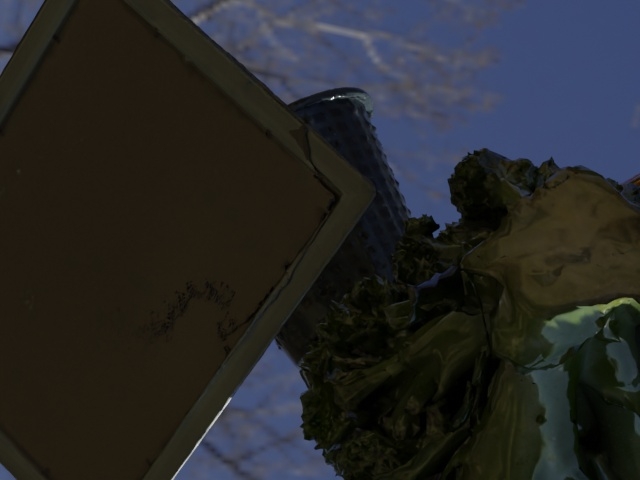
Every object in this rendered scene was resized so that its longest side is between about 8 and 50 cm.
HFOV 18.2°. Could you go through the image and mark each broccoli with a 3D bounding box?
[{"bbox_3d":[0.125,0.085,1.030,0.321,0.303,0.283,46,-18,33],"label":"broccoli"}]

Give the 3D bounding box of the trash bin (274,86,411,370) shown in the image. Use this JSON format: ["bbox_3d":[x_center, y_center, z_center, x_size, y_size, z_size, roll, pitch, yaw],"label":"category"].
[{"bbox_3d":[0.000,0.000,1.448,0.175,0.175,0.161,-45,-109,42],"label":"trash bin"}]

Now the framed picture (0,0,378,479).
[{"bbox_3d":[-0.115,0.008,1.062,0.216,0.016,0.273,43,-66,17],"label":"framed picture"}]

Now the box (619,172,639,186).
[{"bbox_3d":[0.349,-0.018,1.633,0.239,0.074,0.153,-31,-87,20],"label":"box"}]
